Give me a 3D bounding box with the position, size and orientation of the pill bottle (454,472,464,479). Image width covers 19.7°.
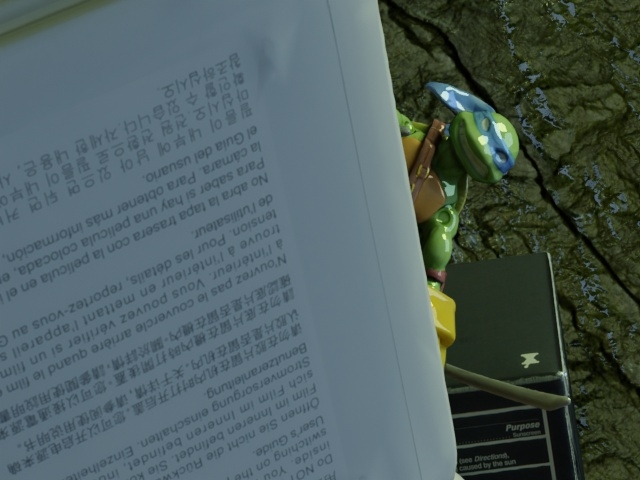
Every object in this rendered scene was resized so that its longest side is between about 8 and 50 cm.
[{"bbox_3d":[0.010,0.333,1.168,0.392,0.224,0.224,-88,168,-51],"label":"pill bottle"}]

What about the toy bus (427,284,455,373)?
[{"bbox_3d":[-0.022,0.140,1.110,0.220,0.149,0.211,-36,-132,45],"label":"toy bus"}]

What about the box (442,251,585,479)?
[{"bbox_3d":[0.057,0.188,1.428,0.182,0.296,0.294,-86,167,-58],"label":"box"}]

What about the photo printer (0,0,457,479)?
[{"bbox_3d":[-0.080,0.036,0.674,0.107,0.256,0.307,39,-31,51],"label":"photo printer"}]

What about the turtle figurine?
[{"bbox_3d":[0.000,0.000,1.233,0.198,0.266,0.274,48,27,-36],"label":"turtle figurine"}]
